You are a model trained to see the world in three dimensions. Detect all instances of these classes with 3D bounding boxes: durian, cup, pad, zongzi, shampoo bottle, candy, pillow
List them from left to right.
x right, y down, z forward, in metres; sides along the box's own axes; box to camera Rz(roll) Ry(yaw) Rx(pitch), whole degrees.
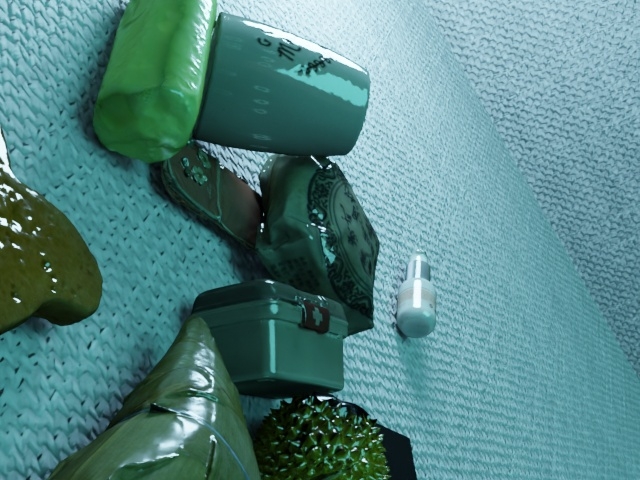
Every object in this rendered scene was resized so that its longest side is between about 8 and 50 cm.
[{"bbox_3d":[-0.216,-0.254,1.358,0.132,0.142,0.343,12,44,-10],"label":"candy"},{"bbox_3d":[-0.153,-0.072,1.436,0.232,0.043,0.126,38,36,-46],"label":"pillow"},{"bbox_3d":[-0.110,0.302,1.059,0.356,0.174,0.393,63,19,-15],"label":"zongzi"},{"bbox_3d":[-0.059,-0.235,1.495,0.234,0.186,0.258,11,32,-13],"label":"cup"},{"bbox_3d":[0.013,0.265,1.293,0.194,0.137,0.237,21,23,5],"label":"durian"},{"bbox_3d":[0.079,0.363,1.541,0.300,0.005,0.202,33,40,-48],"label":"pad"},{"bbox_3d":[0.182,0.099,1.892,0.074,0.074,0.192,50,27,-29],"label":"shampoo bottle"}]

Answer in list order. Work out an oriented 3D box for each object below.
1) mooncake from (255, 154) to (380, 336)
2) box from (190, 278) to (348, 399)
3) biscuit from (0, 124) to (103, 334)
[{"bbox_3d":[0.005,-0.001,1.534,0.250,0.136,0.254,-86,153,-48],"label":"mooncake"},{"bbox_3d":[-0.064,0.135,1.314,0.210,0.148,0.129,22,60,-55],"label":"box"},{"bbox_3d":[-0.374,-0.018,0.896,0.368,0.076,0.394,57,18,-12],"label":"biscuit"}]
